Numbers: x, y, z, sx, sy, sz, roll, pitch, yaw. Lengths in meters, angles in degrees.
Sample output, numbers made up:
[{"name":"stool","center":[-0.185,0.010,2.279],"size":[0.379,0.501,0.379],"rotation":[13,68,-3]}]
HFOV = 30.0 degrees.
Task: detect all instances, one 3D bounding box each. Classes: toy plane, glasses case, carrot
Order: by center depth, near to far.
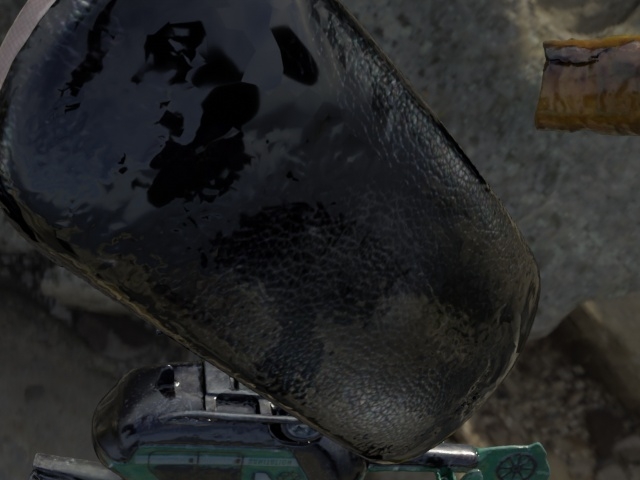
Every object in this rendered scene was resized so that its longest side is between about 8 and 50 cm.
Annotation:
[{"name":"glasses case","center":[0.000,0.000,0.445],"size":[0.122,0.314,0.075],"rotation":[-51,52,-2]},{"name":"carrot","center":[0.240,-0.085,0.626],"size":[0.260,0.070,0.070],"rotation":[1,60,28]},{"name":"toy plane","center":[-0.011,0.150,0.854],"size":[0.382,0.155,0.106],"rotation":[4,35,-13]}]
